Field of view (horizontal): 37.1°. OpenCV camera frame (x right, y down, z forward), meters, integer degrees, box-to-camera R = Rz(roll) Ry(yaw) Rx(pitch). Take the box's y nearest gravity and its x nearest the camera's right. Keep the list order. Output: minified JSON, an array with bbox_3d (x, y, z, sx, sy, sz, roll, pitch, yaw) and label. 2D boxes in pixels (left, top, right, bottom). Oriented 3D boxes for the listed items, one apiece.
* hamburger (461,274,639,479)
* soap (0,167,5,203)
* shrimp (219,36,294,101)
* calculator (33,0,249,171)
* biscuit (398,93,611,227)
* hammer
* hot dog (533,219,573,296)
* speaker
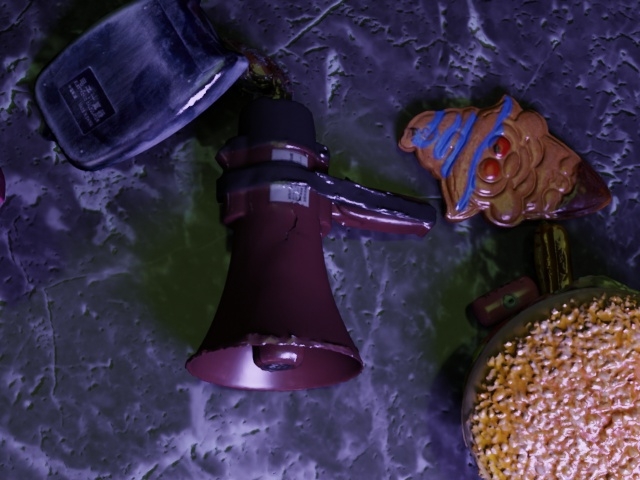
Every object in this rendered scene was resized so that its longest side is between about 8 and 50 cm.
[{"bbox_3d":[0.300,0.196,1.039,0.302,0.170,0.302,-1,84,14],"label":"hamburger"},{"bbox_3d":[-0.453,-0.089,1.001,0.220,0.325,0.127,35,81,6],"label":"soap"},{"bbox_3d":[-0.100,-0.215,1.191,0.165,0.056,0.065,33,83,7],"label":"shrimp"},{"bbox_3d":[-0.232,-0.199,1.167,0.268,0.040,0.177,-34,76,7],"label":"calculator"},{"bbox_3d":[0.233,-0.093,1.200,0.280,0.043,0.183,20,80,4],"label":"biscuit"},{"bbox_3d":[0.225,0.074,1.155,0.083,0.043,0.043,-24,80,-8],"label":"hammer"},{"bbox_3d":[0.286,0.036,1.174,0.049,0.037,0.122,1,82,-16],"label":"hot dog"},{"bbox_3d":[-0.003,0.001,1.091,0.259,0.198,0.330,2,68,10],"label":"speaker"}]
